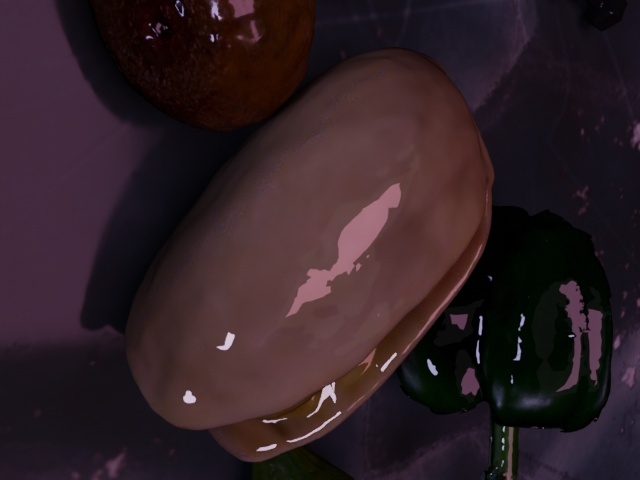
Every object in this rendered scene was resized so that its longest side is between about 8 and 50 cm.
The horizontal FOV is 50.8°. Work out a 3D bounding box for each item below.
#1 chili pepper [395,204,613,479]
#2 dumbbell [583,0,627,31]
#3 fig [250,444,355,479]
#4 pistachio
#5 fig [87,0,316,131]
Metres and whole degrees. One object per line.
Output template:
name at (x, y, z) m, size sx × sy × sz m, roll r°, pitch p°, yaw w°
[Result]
chili pepper at (0.148, 0.102, 0.566) m, size 0.165 × 0.173 × 0.261 m, roll -20°, pitch 113°, yaw -68°
dumbbell at (0.257, -0.236, 0.646) m, size 0.083 × 0.040 × 0.036 m, roll 23°, pitch 118°, yaw -33°
fig at (-0.012, 0.224, 0.518) m, size 0.123 × 0.123 × 0.156 m, roll -30°, pitch 101°, yaw -24°
pistachio at (0.000, 0.000, 0.460) m, size 0.299 × 0.187 × 0.187 m, roll -49°, pitch 120°, yaw -9°
fig at (-0.041, -0.166, 0.432) m, size 0.201 × 0.133 × 0.146 m, roll -42°, pitch 134°, yaw -37°
